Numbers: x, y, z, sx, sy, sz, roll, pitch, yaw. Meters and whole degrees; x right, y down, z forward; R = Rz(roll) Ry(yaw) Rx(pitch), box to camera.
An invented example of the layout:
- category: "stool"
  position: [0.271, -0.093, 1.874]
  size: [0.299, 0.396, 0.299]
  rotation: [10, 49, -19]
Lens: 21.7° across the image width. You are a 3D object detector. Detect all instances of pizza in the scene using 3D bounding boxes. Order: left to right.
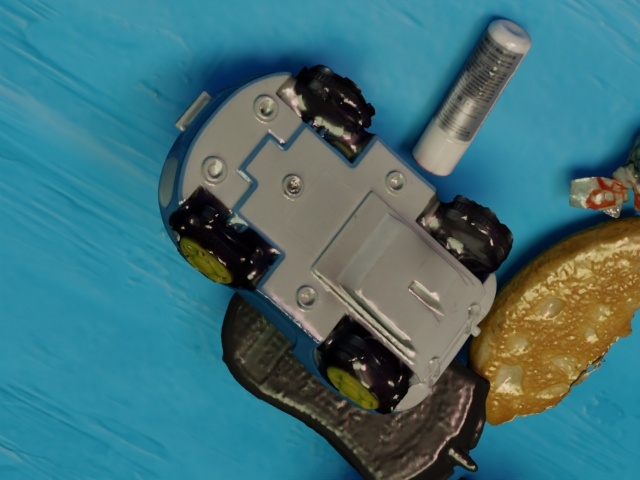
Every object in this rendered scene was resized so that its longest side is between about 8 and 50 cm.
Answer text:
- category: "pizza"
  position: [0.208, 0.067, 1.486]
  size: [0.127, 0.058, 0.246]
  rotation: [20, 120, -10]

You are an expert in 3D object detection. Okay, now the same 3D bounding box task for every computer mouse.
- category: "computer mouse"
  position: [0.036, 0.122, 1.496]
  size: [0.264, 0.088, 0.147]
  rotation: [41, 90, 4]

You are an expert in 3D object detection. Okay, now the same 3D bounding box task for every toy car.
- category: "toy car"
  position: [0.000, 0.000, 1.380]
  size: [0.314, 0.198, 0.166]
  rotation: [41, 159, -12]

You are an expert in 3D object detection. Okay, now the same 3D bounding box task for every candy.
- category: "candy"
  position: [0.344, -0.077, 1.379]
  size: [0.292, 0.059, 0.086]
  rotation: [-25, 102, 16]

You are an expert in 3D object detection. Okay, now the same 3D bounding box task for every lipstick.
- category: "lipstick"
  position: [0.125, -0.117, 1.374]
  size: [0.040, 0.040, 0.141]
  rotation: [23, 122, -14]

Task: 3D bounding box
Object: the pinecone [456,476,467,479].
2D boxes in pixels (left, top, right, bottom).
- category: "pinecone"
  position: [0.118, 0.330, 1.564]
  size: [0.272, 0.224, 0.224]
  rotation: [34, 119, -31]
